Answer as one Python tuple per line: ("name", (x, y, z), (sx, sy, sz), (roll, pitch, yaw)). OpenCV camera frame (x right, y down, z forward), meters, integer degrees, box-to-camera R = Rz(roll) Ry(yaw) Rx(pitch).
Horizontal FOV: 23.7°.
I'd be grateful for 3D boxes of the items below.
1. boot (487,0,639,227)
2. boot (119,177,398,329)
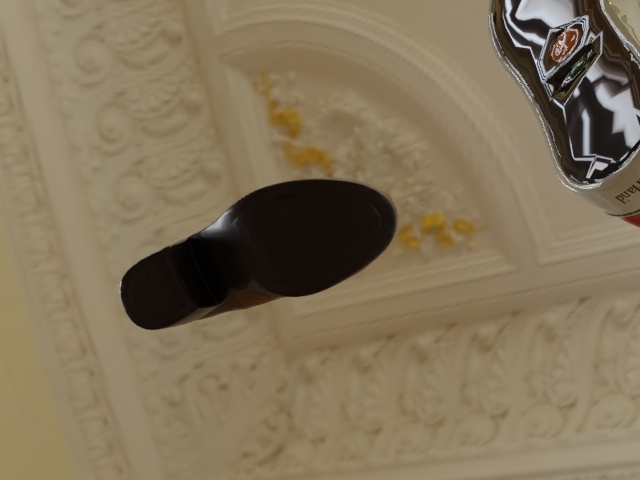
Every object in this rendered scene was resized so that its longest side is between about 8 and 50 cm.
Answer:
("boot", (0.181, -0.070, 0.761), (0.088, 0.176, 0.244), (-45, -148, 30))
("boot", (0.000, 0.000, 1.339), (0.264, 0.280, 0.096), (-29, -95, 29))
